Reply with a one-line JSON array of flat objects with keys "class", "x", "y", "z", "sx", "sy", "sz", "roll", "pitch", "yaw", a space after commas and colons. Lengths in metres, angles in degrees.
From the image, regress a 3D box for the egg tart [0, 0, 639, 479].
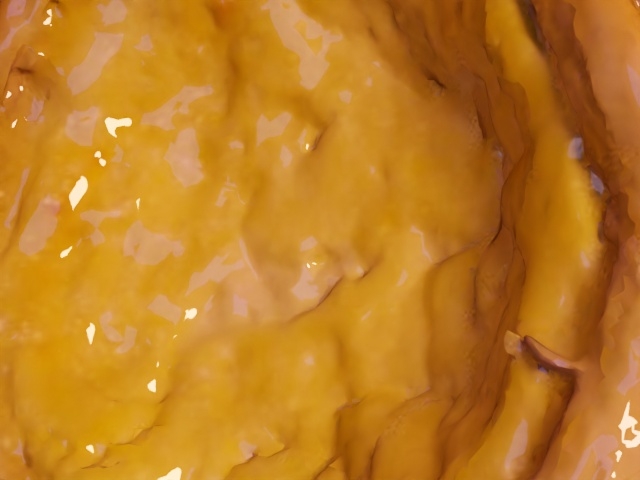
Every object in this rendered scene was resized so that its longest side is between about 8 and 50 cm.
[{"class": "egg tart", "x": 0.000, "y": 0.000, "z": 0.507, "sx": 0.345, "sy": 0.132, "sz": 0.345, "roll": -9, "pitch": 74, "yaw": 34}]
